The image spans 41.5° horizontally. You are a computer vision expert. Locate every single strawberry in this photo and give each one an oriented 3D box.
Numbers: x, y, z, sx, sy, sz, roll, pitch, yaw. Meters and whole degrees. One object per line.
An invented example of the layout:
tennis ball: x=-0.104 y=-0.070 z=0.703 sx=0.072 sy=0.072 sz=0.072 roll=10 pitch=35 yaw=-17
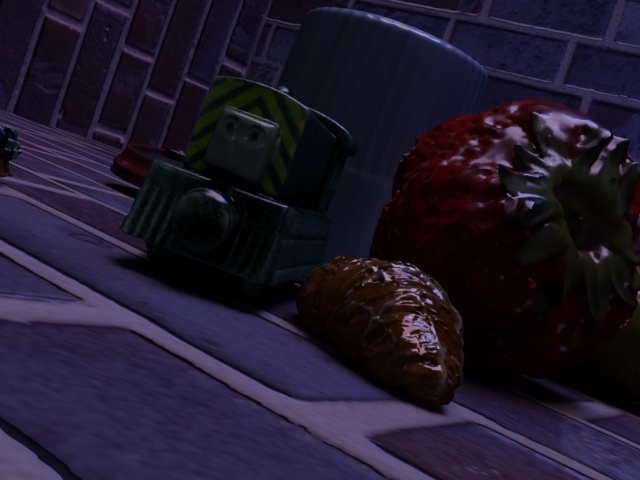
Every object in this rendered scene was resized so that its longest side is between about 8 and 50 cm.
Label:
strawberry: x=0.160 y=0.003 z=0.794 sx=0.257 sy=0.258 sz=0.277 roll=18 pitch=-10 yaw=-26

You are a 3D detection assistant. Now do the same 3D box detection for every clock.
clock: x=-0.188 y=-0.079 z=1.392 sx=0.318 sy=0.080 sz=0.318 roll=19 pitch=8 yaw=-3

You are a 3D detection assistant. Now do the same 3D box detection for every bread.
bread: x=0.048 y=0.052 z=0.617 sx=0.104 sy=0.076 sz=0.233 roll=17 pitch=5 yaw=-20

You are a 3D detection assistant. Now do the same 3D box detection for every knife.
knife: x=-0.192 y=-0.125 z=1.349 sx=0.121 sy=0.018 sz=0.031 roll=17 pitch=9 yaw=-27

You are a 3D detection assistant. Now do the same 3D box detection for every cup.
cup: x=0.059 y=-0.097 z=1.081 sx=0.256 sy=0.311 sz=0.331 roll=22 pitch=3 yaw=25

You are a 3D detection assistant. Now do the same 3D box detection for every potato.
potato: x=0.314 y=0.090 z=0.933 sx=0.228 sy=0.149 sz=0.197 roll=19 pitch=16 yaw=20

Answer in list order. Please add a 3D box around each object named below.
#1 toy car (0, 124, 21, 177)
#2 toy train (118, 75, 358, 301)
toy car: x=-0.374 y=-0.102 z=0.838 sx=0.143 sy=0.054 sz=0.073 roll=12 pitch=3 yaw=-12
toy train: x=-0.057 y=-0.049 z=0.767 sx=0.138 sy=0.178 sz=0.330 roll=21 pitch=2 yaw=7
